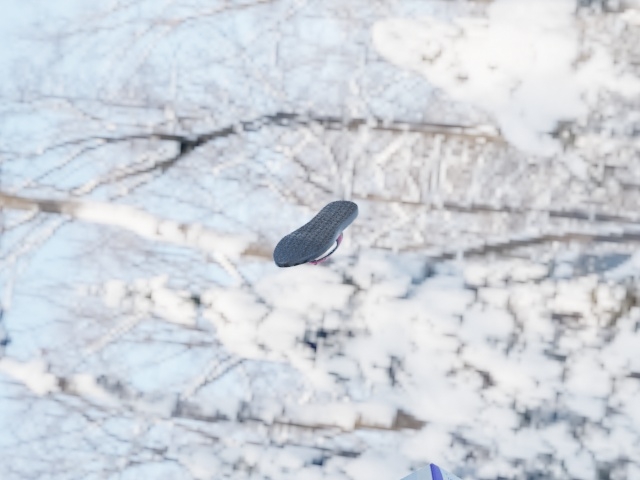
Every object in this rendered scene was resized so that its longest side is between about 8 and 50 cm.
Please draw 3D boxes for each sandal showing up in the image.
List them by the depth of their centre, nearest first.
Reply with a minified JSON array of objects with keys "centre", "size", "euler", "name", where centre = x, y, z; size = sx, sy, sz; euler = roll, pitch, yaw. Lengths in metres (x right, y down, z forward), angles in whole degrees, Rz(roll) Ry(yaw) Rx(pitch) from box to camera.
[{"centre":[0.000,0.000,1.724],"size":[0.179,0.067,0.040],"euler":[-41,-45,-51],"name":"sandal"}]

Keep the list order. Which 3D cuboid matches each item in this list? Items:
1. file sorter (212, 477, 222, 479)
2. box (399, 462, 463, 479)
[{"centre":[-0.250,0.475,1.923],"size":[0.173,0.277,0.193],"euler":[-78,-29,-53],"name":"file sorter"},{"centre":[0.198,0.440,2.071],"size":[0.137,0.072,0.126],"euler":[34,-145,-37],"name":"box"}]
